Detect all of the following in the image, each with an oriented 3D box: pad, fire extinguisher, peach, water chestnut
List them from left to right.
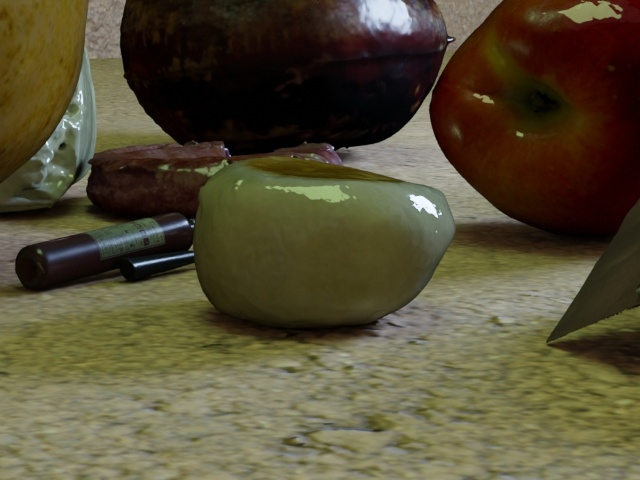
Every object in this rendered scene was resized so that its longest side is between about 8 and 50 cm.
[{"bbox_3d":[-0.122,0.006,1.162,0.049,0.035,0.173,3,12,38],"label":"fire extinguisher"},{"bbox_3d":[-0.035,-0.241,1.851,0.350,0.302,0.350,-4,10,1],"label":"water chestnut"},{"bbox_3d":[0.205,-0.101,1.331,0.243,0.200,0.243,-10,-3,0],"label":"peach"},{"bbox_3d":[0.193,-0.026,0.959,0.188,0.006,0.113,-53,8,-26],"label":"pad"}]

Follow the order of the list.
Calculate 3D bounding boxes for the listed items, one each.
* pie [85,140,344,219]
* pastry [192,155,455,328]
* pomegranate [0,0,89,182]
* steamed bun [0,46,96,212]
[{"bbox_3d":[-0.087,-0.052,1.453,0.218,0.054,0.204,3,9,15],"label":"pie"},{"bbox_3d":[0.000,0.000,1.032,0.156,0.092,0.156,1,13,0],"label":"pastry"},{"bbox_3d":[-0.348,-0.155,1.157,0.416,0.417,0.416,0,9,0],"label":"pomegranate"},{"bbox_3d":[-0.327,-0.163,1.480,0.290,0.272,0.273,5,9,4],"label":"steamed bun"}]
